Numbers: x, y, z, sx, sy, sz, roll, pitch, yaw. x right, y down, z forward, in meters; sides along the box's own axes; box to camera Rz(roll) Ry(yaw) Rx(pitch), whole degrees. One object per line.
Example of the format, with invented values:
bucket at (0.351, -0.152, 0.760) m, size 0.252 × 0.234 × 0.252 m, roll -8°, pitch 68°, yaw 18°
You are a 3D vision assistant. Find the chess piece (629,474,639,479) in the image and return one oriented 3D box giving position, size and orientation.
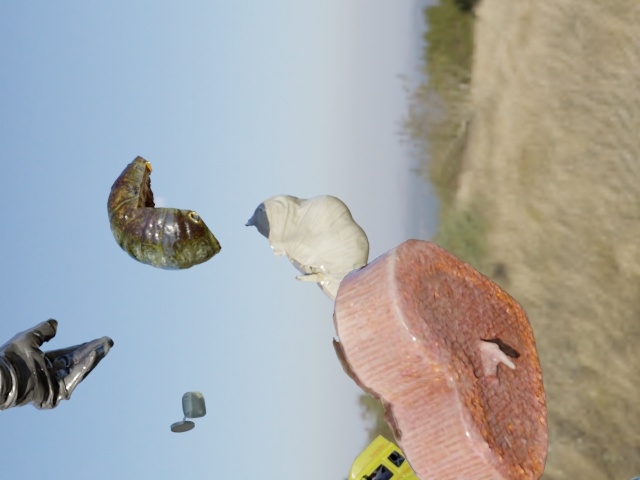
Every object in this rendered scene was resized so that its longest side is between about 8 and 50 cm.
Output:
chess piece at (0.611, 0.462, 2.103) m, size 0.170 × 0.094 × 0.094 m, roll 117°, pitch 158°, yaw -77°

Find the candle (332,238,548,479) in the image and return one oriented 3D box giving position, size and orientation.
candle at (0.173, 0.141, 1.363) m, size 0.287 × 0.131 × 0.317 m, roll -22°, pitch -97°, yaw -57°

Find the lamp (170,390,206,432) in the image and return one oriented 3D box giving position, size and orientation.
lamp at (-0.262, 0.357, 2.292) m, size 0.198 × 0.050 × 0.056 m, roll 114°, pitch 147°, yaw -59°

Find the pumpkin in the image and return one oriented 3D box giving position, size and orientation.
pumpkin at (-0.234, -0.022, 1.614) m, size 0.108 × 0.183 × 0.119 m, roll -40°, pitch -25°, yaw -19°

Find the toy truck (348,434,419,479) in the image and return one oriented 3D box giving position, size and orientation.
toy truck at (0.231, 0.407, 2.267) m, size 0.405 × 0.254 × 0.180 m, roll -42°, pitch -32°, yaw -20°

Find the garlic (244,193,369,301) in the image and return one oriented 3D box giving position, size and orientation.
garlic at (0.000, 0.000, 1.905) m, size 0.143 × 0.229 × 0.178 m, roll -45°, pitch -3°, yaw 3°

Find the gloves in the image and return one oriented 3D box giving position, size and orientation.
gloves at (-0.435, 0.189, 1.772) m, size 0.285 × 0.119 × 0.142 m, roll -13°, pitch -112°, yaw -54°
